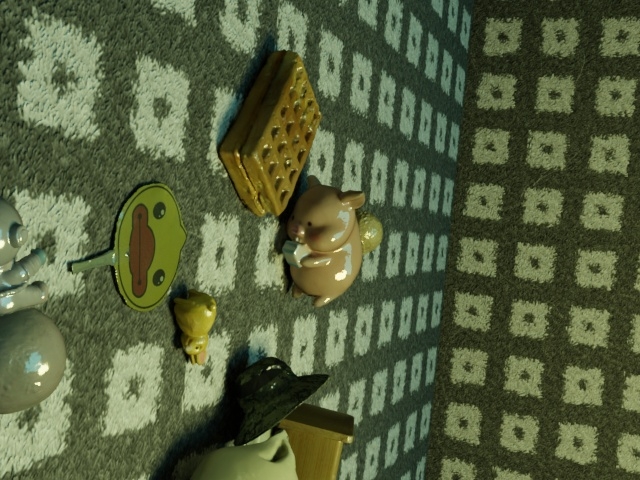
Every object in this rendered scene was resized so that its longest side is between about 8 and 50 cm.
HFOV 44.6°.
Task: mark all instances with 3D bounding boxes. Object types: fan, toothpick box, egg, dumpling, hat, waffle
[{"bbox_3d":[-0.317,0.020,1.344,0.335,0.011,0.229,-24,118,-65],"label":"fan"},{"bbox_3d":[-0.038,0.578,1.922,0.187,0.190,0.308,-59,161,-86],"label":"toothpick box"},{"bbox_3d":[0.126,-0.026,2.293,0.118,0.116,0.140,-126,-158,-47],"label":"egg"},{"bbox_3d":[-0.180,0.568,1.540,0.395,0.233,0.315,-44,152,-53],"label":"dumpling"},{"bbox_3d":[-0.118,0.331,1.733,0.128,0.265,0.265,56,30,-3],"label":"hat"},{"bbox_3d":[-0.098,-0.237,1.705,0.224,0.098,0.327,71,34,-50],"label":"waffle"}]

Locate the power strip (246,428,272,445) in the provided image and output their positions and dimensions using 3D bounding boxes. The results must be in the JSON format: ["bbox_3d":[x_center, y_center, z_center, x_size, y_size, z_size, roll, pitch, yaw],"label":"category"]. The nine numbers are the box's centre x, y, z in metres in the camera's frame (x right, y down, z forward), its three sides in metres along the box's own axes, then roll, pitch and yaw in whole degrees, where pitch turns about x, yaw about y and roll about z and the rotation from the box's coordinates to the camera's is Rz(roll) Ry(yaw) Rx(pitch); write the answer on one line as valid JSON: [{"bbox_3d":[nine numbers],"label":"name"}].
[{"bbox_3d":[-0.147,0.519,1.860,0.081,0.035,0.192,-3,98,-68],"label":"power strip"}]

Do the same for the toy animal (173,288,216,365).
[{"bbox_3d":[-0.238,0.180,1.502,0.070,0.083,0.159,-31,133,-54],"label":"toy animal"}]

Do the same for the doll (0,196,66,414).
[{"bbox_3d":[-0.410,0.072,0.973,0.151,0.151,0.287,-41,128,-59],"label":"doll"}]

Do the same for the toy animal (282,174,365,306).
[{"bbox_3d":[-0.002,-0.002,1.907,0.213,0.195,0.256,-36,132,-28],"label":"toy animal"}]
